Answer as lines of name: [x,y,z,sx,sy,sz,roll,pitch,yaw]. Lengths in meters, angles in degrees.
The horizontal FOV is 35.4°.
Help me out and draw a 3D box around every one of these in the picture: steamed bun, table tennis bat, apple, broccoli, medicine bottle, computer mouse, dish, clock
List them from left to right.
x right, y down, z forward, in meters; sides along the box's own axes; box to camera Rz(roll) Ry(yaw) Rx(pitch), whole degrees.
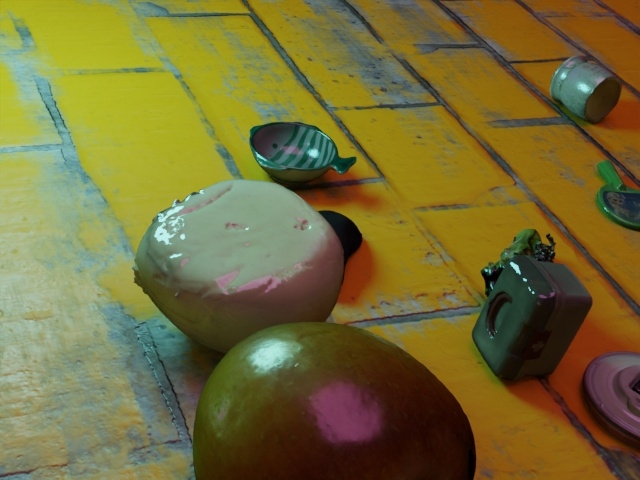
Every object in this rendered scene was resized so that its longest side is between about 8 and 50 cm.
steamed bun: [-0.127,0.071,1.703,0.334,0.233,0.312,-23,49,-28]
dish: [-0.049,-0.175,2.202,0.246,0.078,0.224,22,36,15]
computer mouse: [0.000,0.000,1.972,0.147,0.088,0.264,14,37,8]
apple: [0.008,0.290,1.377,0.384,0.374,0.374,21,21,-45]
broccoli: [0.410,0.053,1.997,0.165,0.145,0.304,-21,17,20]
medicine bottle: [0.716,-0.411,2.708,0.147,0.147,0.143,-14,41,-32]
table tennis bat: [0.720,-0.108,2.382,0.160,0.039,0.257,4,38,-15]
clock: [0.584,0.281,1.773,0.244,0.056,0.244,8,36,-6]

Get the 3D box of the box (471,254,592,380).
box: [0.372,0.138,1.779,0.129,0.210,0.148,2,36,-26]
